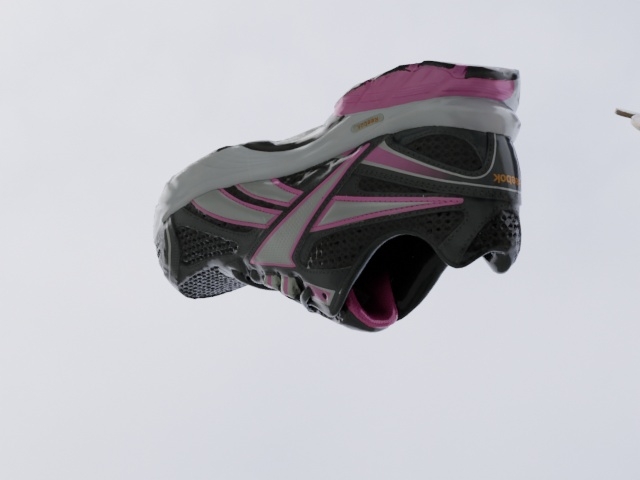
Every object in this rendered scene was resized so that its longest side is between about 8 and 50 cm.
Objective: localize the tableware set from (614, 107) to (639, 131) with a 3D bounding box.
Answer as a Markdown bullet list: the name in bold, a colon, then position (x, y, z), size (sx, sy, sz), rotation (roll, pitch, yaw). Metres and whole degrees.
- **tableware set**: position (0.312, -0.072, 0.790), size (0.194, 0.128, 0.039), rotation (12, -70, -9)

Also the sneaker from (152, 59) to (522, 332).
- **sneaker**: position (0.000, 0.000, 0.421), size (0.178, 0.072, 0.077), rotation (-26, -114, 47)
